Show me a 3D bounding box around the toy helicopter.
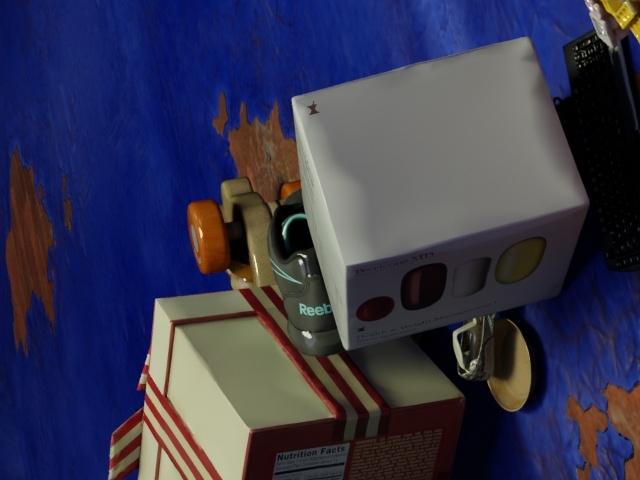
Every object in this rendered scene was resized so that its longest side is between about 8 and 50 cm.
[{"bbox_3d":[-0.087,0.037,1.888,0.355,0.140,0.235,-143,41,-73],"label":"toy helicopter"}]

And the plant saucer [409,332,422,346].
[{"bbox_3d":[0.059,0.048,1.610,0.188,0.045,0.188,-126,38,-50],"label":"plant saucer"}]

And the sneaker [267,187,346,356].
[{"bbox_3d":[0.000,0.000,1.483,0.267,0.101,0.106,-104,-3,-63],"label":"sneaker"}]

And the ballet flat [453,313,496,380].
[{"bbox_3d":[0.137,0.072,1.405,0.041,0.041,0.114,-149,57,-61],"label":"ballet flat"}]

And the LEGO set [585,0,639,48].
[{"bbox_3d":[0.254,-0.166,1.097,0.287,0.107,0.132,57,179,39],"label":"LEGO set"}]

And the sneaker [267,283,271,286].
[{"bbox_3d":[-0.047,0.126,1.692,0.094,0.235,0.153,27,100,54],"label":"sneaker"}]

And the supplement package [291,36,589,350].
[{"bbox_3d":[0.091,-0.031,1.262,0.203,0.194,0.149,84,170,-68],"label":"supplement package"}]

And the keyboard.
[{"bbox_3d":[0.214,-0.067,1.242,0.100,0.038,0.192,150,113,-65],"label":"keyboard"}]

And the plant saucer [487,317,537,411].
[{"bbox_3d":[0.171,0.109,1.405,0.083,0.015,0.083,175,90,-67],"label":"plant saucer"}]

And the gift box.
[{"bbox_3d":[-0.045,0.200,1.509,0.258,0.255,0.276,49,132,50],"label":"gift box"}]
